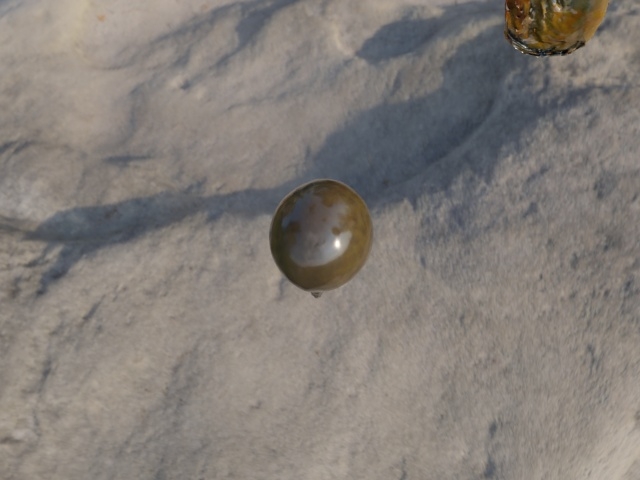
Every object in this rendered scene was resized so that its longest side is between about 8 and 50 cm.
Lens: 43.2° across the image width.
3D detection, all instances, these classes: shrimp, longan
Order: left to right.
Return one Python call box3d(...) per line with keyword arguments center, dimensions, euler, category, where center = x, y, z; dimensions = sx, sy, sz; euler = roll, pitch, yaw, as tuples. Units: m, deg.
box3d(center=(0.000, 0.000, 0.720), dimensions=(0.092, 0.113, 0.113), euler=(6, 69, -3), category="longan")
box3d(center=(0.269, -0.301, 0.886), dimensions=(0.117, 0.262, 0.066), euler=(-10, 50, -1), category="shrimp")
